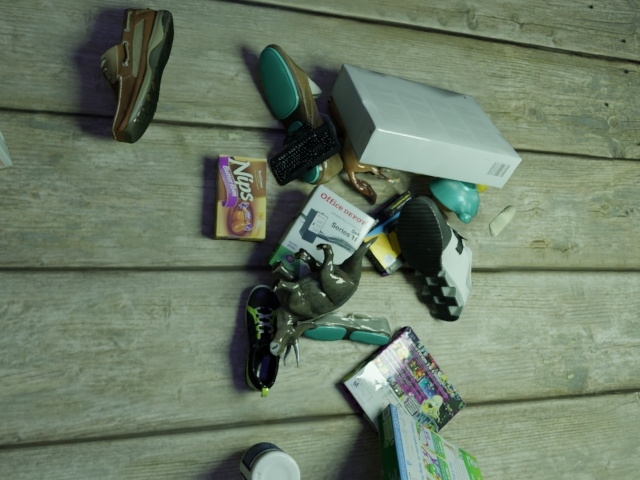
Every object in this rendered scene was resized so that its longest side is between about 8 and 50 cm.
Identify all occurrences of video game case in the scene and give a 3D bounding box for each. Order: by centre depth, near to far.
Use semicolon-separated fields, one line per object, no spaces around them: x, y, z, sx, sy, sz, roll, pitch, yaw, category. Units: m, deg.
0.190;0.350;1.232;0.210;0.042;0.232;-37;92;-20;video game case

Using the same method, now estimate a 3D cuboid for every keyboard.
-0.049;-0.200;1.198;0.038;0.192;0.100;-18;82;-55;keyboard

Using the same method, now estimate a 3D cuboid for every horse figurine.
0.105;-0.224;1.313;0.175;0.066;0.263;8;74;-24;horse figurine

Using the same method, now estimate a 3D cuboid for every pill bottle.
-0.105;0.446;1.049;0.094;0.169;0.094;3;79;-18;pill bottle

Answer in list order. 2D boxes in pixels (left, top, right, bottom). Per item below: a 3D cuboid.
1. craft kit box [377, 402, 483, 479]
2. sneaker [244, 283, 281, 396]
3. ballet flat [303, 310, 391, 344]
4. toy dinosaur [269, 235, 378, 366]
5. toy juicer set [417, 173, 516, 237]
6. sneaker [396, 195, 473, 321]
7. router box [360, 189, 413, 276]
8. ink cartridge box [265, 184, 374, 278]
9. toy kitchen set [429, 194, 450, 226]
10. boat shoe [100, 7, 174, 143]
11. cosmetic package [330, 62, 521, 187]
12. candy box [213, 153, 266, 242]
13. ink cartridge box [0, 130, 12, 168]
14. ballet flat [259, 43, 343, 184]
0.231;0.475;1.076;0.247;0.250;0.061;32;107;-8;craft kit box
-0.111;0.206;1.135;0.084;0.097;0.234;2;78;-18;sneaker
0.058;0.193;1.219;0.214;0.072;0.068;9;49;-17;ballet flat
-0.003;0.096;1.109;0.314;0.121;0.160;-39;113;-1;toy dinosaur
0.349;-0.108;1.307;0.209;0.089;0.329;-3;46;-43;toy juicer set
0.280;0.020;1.261;0.146;0.123;0.330;-44;126;-34;sneaker
0.181;-0.017;1.303;0.179;0.046;0.133;-38;93;-21;router box
0.000;0.000;1.194;0.153;0.087;0.208;32;86;-9;ink cartridge box
0.306;-0.077;1.345;0.083;0.068;0.075;47;69;-4;toy kitchen set
-0.404;-0.360;1.156;0.120;0.122;0.323;12;67;-10;boat shoe
0.237;-0.268;1.258;0.378;0.097;0.284;7;44;-22;cosmetic package
-0.178;-0.093;1.200;0.109;0.053;0.186;4;79;-17;candy box
-0.681;-0.167;1.021;0.151;0.109;0.063;-20;84;-21;ink cartridge box
-0.033;-0.297;1.268;0.124;0.116;0.342;-20;86;-41;ballet flat
